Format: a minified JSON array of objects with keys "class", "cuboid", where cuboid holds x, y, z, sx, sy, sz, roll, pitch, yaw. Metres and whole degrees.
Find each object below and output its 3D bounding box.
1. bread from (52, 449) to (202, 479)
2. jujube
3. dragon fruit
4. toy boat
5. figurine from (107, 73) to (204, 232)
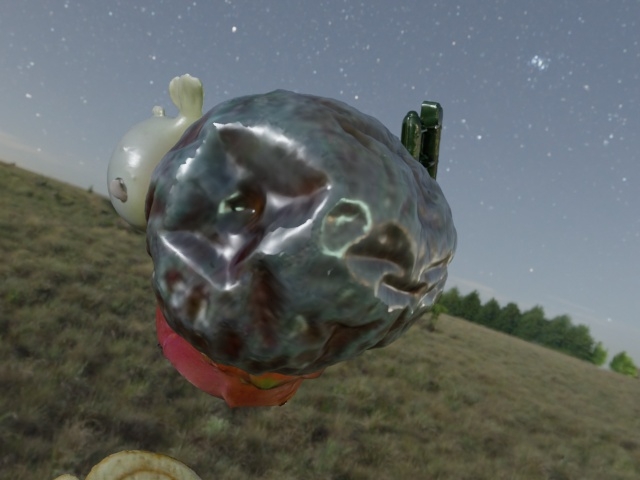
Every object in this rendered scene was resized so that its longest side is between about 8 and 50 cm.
[{"class":"bread","cuboid":[-0.139,0.210,0.382,0.122,0.073,0.149,31,37,-19]},{"class":"jujube","cuboid":[0.000,0.000,0.505,0.226,0.226,0.317,17,2,24]},{"class":"dragon fruit","cuboid":[-0.098,0.098,0.871,0.290,0.291,0.189,20,-48,-20]},{"class":"toy boat","cuboid":[0.136,-0.084,0.796,0.052,0.210,0.104,10,20,28]},{"class":"figurine","cuboid":[-0.169,-0.131,0.950,0.394,0.275,0.226,6,23,24]}]
